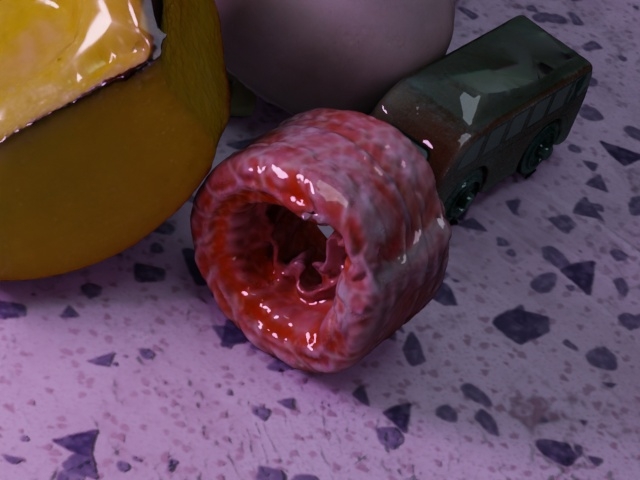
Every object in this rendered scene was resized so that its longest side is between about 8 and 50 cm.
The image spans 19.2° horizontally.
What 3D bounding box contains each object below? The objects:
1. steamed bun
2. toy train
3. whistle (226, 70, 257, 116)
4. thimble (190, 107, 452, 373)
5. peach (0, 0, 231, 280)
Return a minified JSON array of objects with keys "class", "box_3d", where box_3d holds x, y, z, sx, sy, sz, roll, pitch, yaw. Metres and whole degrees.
[{"class":"steamed bun","box_3d":[0.008,-0.297,2.095,0.324,0.206,0.324,23,43,-24]},{"class":"toy train","box_3d":[0.169,-0.130,2.090,0.129,0.159,0.326,38,44,23]},{"class":"whistle","box_3d":[-0.202,-0.196,2.030,0.294,0.141,0.141,11,41,-12]},{"class":"thimble","box_3d":[0.000,0.000,1.826,0.239,0.239,0.162,39,43,21]},{"class":"peach","box_3d":[-0.252,-0.155,1.829,0.380,0.242,0.306,-36,53,-2]}]
